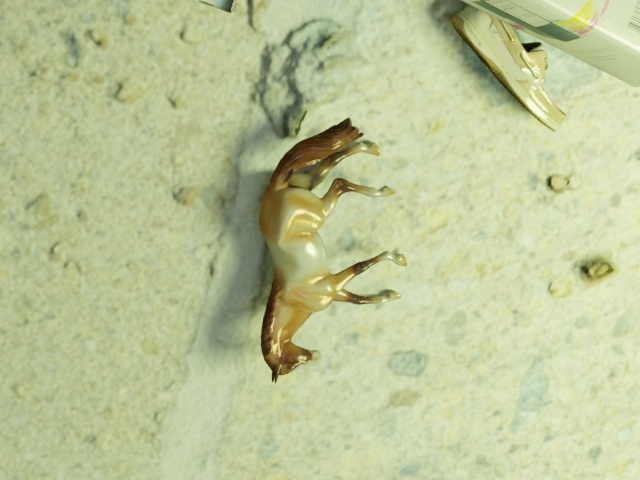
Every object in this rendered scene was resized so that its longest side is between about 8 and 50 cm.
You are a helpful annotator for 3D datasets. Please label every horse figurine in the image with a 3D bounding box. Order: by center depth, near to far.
[{"bbox_3d":[0.000,0.000,1.578,0.174,0.066,0.263,-17,114,-18],"label":"horse figurine"}]

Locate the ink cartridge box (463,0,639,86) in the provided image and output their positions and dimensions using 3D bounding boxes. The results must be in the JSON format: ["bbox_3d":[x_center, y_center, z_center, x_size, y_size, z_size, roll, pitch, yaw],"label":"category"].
[{"bbox_3d":[0.238,-0.312,1.498,0.353,0.119,0.207,23,85,-23],"label":"ink cartridge box"}]

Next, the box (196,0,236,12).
[{"bbox_3d":[-0.105,-0.332,1.446,0.114,0.036,0.207,17,102,-22],"label":"box"}]

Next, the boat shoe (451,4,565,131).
[{"bbox_3d":[0.209,-0.185,1.582,0.059,0.063,0.170,-42,114,6],"label":"boat shoe"}]
